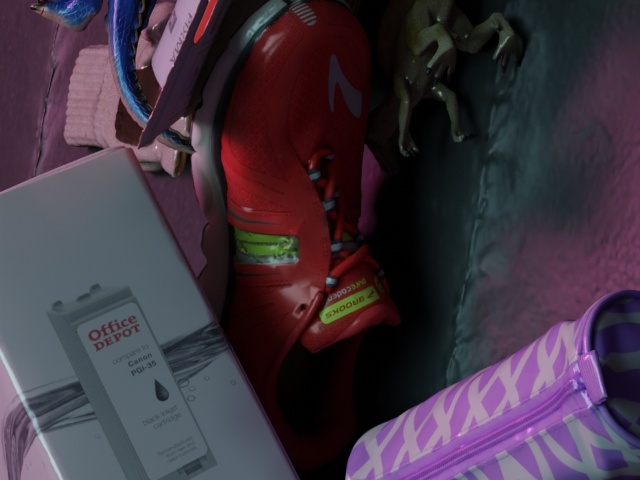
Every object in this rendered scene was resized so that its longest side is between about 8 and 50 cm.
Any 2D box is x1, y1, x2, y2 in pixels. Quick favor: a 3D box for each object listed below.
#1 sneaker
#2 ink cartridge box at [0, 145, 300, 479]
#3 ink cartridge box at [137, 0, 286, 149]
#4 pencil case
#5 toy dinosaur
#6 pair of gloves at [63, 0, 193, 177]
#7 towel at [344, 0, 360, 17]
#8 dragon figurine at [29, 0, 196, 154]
[{"bbox_3d":[0.000,0.000,1.062,0.118,0.107,0.279,37,133,41],"label":"sneaker"},{"bbox_3d":[-0.107,0.123,1.061,0.283,0.117,0.207,62,158,15],"label":"ink cartridge box"},{"bbox_3d":[-0.045,-0.163,1.047,0.066,0.232,0.189,29,111,10],"label":"ink cartridge box"},{"bbox_3d":[0.091,0.094,0.931,0.206,0.088,0.086,-37,56,44],"label":"pencil case"},{"bbox_3d":[0.060,-0.112,1.049,0.092,0.053,0.183,44,119,51],"label":"toy dinosaur"},{"bbox_3d":[-0.109,-0.166,1.311,0.204,0.042,0.240,20,99,55],"label":"pair of gloves"},{"bbox_3d":[-0.012,-0.117,1.183,0.102,0.021,0.237,26,105,57],"label":"towel"},{"bbox_3d":[-0.111,-0.198,1.222,0.144,0.085,0.289,-45,47,29],"label":"dragon figurine"}]
